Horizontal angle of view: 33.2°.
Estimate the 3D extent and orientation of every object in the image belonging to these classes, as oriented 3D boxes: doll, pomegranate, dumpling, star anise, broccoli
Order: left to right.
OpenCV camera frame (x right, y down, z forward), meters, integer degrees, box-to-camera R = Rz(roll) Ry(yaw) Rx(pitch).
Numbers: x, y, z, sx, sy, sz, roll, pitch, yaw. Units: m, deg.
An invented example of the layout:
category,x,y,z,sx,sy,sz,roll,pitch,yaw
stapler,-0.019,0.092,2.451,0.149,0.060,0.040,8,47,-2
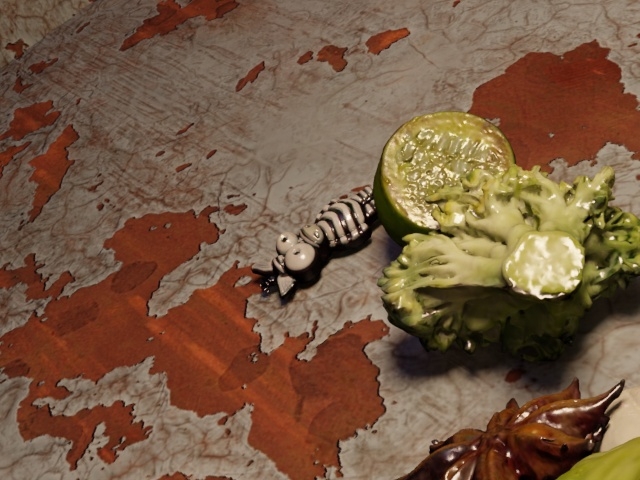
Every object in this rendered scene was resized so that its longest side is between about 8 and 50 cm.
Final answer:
category,x,y,z,sx,sy,sz,roll,pitch,yaw
doll,0.000,0.000,1.534,0.219,0.067,0.091,-38,49,-10
pomegranate,0.191,-0.058,1.417,0.241,0.159,0.189,2,65,7
broccoli,0.219,0.018,1.207,0.248,0.245,0.288,41,82,6
star anise,0.194,0.229,1.068,0.272,0.102,0.272,-28,4,2
dumpling,0.320,0.211,1.057,0.136,0.118,0.199,-30,1,14

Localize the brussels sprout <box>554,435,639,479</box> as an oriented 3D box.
category,x,y,z,sx,sy,sz,roll,pitch,yaw
brussels sprout,0.305,0.321,0.801,0.315,0.276,0.371,-41,26,37
